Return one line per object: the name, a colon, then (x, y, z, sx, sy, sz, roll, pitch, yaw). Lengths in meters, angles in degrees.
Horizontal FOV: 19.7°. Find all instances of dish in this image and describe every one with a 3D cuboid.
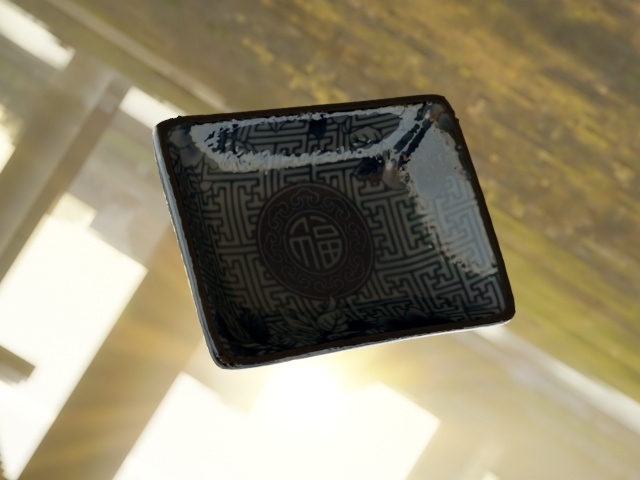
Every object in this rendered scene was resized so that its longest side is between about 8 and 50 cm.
dish: (0.000, 0.000, 1.295, 0.243, 0.182, 0.080, -7, 163, -29)
